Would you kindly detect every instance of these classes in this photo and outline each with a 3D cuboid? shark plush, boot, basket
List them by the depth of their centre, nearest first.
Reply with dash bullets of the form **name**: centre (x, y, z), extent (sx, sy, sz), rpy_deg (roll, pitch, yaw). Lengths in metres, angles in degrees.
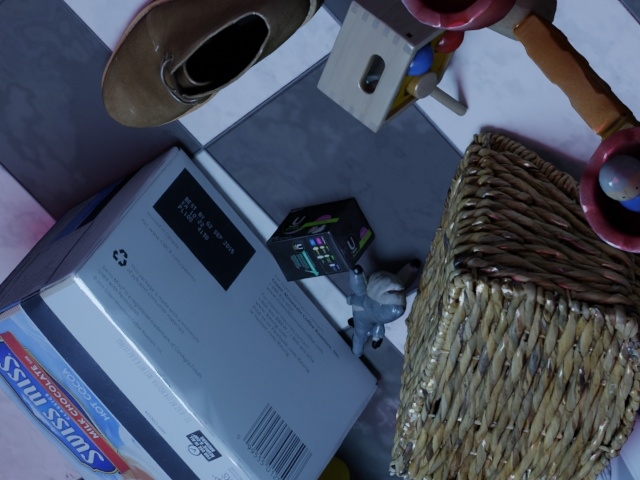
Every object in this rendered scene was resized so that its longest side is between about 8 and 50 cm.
- **basket**: centre (0.202, 0.080, 1.812), extent (0.213, 0.223, 0.299), rpy_deg (13, 133, -2)
- **boot**: centre (-0.130, -0.174, 1.823), extent (0.112, 0.115, 0.305), rpy_deg (46, 136, -14)
- **shark plush**: centre (0.048, 0.079, 1.951), extent (0.073, 0.067, 0.161), rpy_deg (2, 151, -28)

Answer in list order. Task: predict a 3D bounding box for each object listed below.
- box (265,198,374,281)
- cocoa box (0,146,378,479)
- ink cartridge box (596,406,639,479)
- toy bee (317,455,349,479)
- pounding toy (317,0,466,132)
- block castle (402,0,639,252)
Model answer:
- **box**: centre (0.000, 0.000, 1.930), extent (0.083, 0.062, 0.052), rpy_deg (-11, 119, 37)
- **cocoa box**: centre (-0.159, 0.126, 2.010), extent (0.228, 0.231, 0.347), rpy_deg (-26, 111, 43)
- **ink cartridge box**: centre (0.306, 0.262, 1.897), extent (0.223, 0.045, 0.224), rpy_deg (50, 139, 32)
- **toy bee**: centre (0.036, 0.332, 2.148), extent (0.162, 0.298, 0.195), rpy_deg (-23, 76, 9)
- **pounding toy**: centre (0.082, -0.162, 1.709), extent (0.100, 0.130, 0.141), rpy_deg (38, 137, 14)
- **block castle**: centre (0.294, -0.235, 1.273), extent (0.453, 0.213, 0.303), rpy_deg (-44, 69, 17)
